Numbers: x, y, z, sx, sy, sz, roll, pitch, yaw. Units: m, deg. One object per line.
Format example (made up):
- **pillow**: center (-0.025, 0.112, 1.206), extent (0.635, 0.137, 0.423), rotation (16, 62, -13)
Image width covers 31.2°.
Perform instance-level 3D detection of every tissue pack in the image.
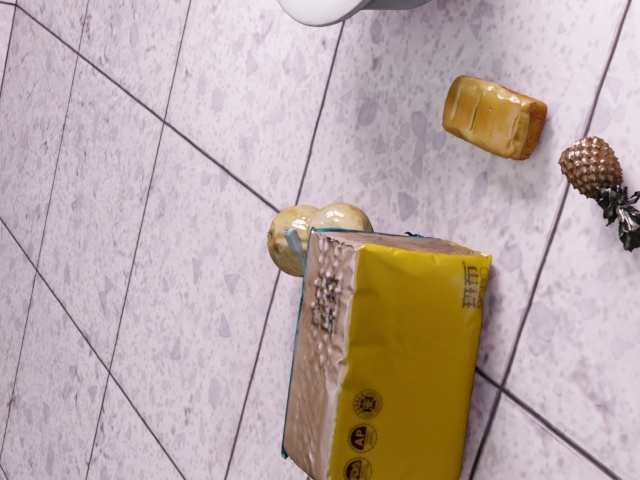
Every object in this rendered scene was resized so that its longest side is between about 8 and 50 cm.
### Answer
- **tissue pack**: center (0.075, 0.130, 1.260), extent (0.134, 0.192, 0.271), rotation (16, 101, 59)

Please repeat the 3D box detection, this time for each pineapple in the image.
- **pineapple**: center (0.275, -0.041, 1.092), extent (0.058, 0.058, 0.124), rotation (-54, 44, 40)

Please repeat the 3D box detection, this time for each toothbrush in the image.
- **toothbrush**: center (-0.008, 0.073, 1.451), extent (0.019, 0.016, 0.220), rotation (21, 139, 48)

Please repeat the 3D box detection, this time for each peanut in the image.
- **peanut**: center (0.000, 0.000, 1.478), extent (0.229, 0.103, 0.098), rotation (-5, 93, 60)

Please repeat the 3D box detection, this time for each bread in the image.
- **bread**: center (0.187, -0.135, 1.243), extent (0.132, 0.053, 0.074), rotation (37, 117, 51)

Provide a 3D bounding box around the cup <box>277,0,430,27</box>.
- **cup**: center (0.083, -0.411, 1.337), extent (0.347, 0.163, 0.347), rotation (-11, 77, 58)
